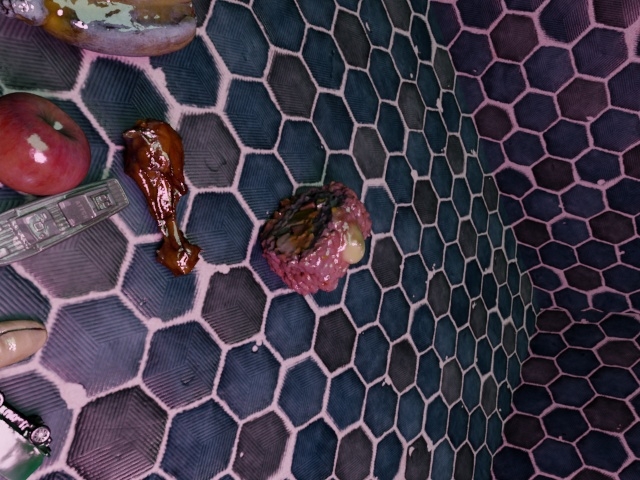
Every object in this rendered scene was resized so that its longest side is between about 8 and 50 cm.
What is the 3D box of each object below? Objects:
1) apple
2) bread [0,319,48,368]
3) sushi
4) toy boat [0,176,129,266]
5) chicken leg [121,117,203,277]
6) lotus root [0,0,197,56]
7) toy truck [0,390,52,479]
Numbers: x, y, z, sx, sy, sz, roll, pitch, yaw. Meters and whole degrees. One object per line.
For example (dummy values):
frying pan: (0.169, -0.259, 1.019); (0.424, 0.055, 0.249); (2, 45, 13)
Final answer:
apple: (-0.428, -0.138, 0.646); (0.153, 0.120, 0.153); (52, 9, -12)
bread: (-0.503, 0.167, 0.607); (0.214, 0.053, 0.072); (-22, 99, -44)
sushi: (0.000, 0.000, 1.014); (0.270, 0.237, 0.170); (-58, 134, -36)
toy boat: (-0.427, -0.030, 0.676); (0.261, 0.085, 0.078); (-37, 113, -41)
chicken leg: (-0.300, -0.076, 0.820); (0.113, 0.093, 0.303); (-15, 106, -28)
lotus root: (-0.368, -0.399, 0.736); (0.323, 0.140, 0.157); (-23, 128, -38)
toy truck: (-0.466, 0.275, 0.629); (0.079, 0.065, 0.147); (-47, 121, -33)
